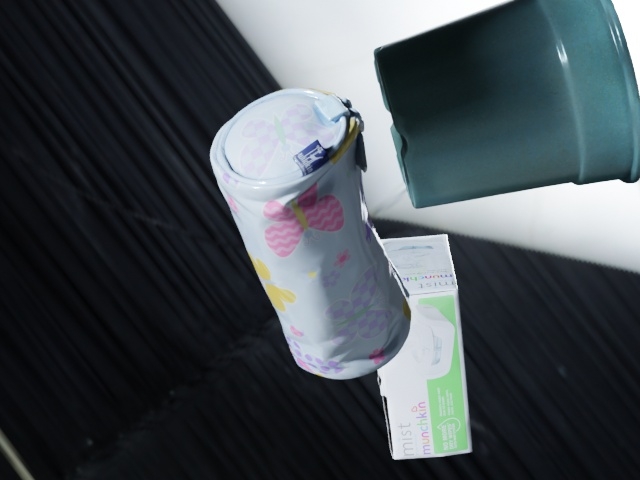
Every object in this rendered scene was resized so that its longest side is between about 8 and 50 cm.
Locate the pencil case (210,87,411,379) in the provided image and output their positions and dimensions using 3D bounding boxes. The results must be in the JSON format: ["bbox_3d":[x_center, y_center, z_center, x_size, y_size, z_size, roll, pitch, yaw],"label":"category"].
[{"bbox_3d":[0.000,0.000,0.933,0.124,0.113,0.273,-37,-43,-18],"label":"pencil case"}]

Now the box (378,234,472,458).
[{"bbox_3d":[0.146,0.153,1.632,0.126,0.262,0.231,-6,19,4],"label":"box"}]

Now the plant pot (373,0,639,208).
[{"bbox_3d":[0.268,-0.210,1.641,0.334,0.341,0.341,-14,2,3],"label":"plant pot"}]
